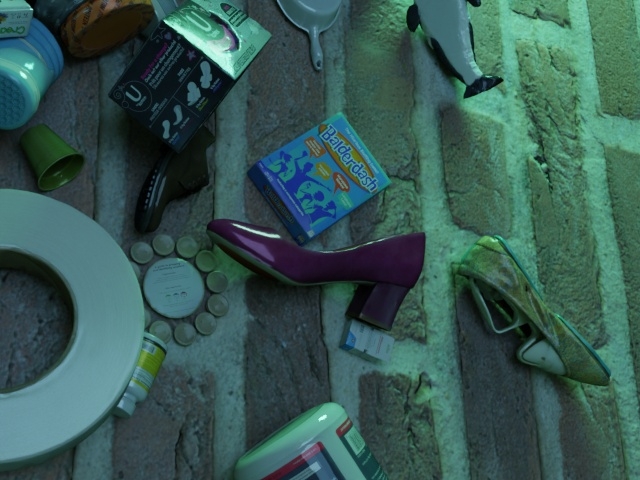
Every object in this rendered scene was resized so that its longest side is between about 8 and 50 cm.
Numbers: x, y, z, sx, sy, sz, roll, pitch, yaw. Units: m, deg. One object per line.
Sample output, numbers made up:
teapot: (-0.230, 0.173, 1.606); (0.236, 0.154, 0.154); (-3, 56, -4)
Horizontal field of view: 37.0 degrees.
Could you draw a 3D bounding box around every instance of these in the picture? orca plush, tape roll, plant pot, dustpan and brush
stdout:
orca plush: (0.274, -0.427, 1.893); (0.287, 0.151, 0.102); (54, 26, 4)
tape roll: (-0.437, 0.115, 1.297); (0.392, 0.072, 0.392); (7, 66, -15)
plant pot: (-0.411, -0.132, 1.446); (0.083, 0.083, 0.079); (-31, 74, -33)
dustpan and brush: (-0.014, -0.417, 1.774); (0.147, 0.060, 0.211); (-1, 64, -26)

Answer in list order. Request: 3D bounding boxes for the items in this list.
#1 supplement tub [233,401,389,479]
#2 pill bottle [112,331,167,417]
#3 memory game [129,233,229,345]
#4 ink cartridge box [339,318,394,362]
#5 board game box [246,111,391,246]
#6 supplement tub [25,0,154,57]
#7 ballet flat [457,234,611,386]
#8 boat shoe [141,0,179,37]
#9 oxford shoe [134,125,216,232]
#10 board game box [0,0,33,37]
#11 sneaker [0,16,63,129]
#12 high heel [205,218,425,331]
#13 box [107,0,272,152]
supplement tub: (0.017, 0.391, 1.383); (0.191, 0.191, 0.272); (-31, 86, -33)
pill bottle: (-0.272, 0.195, 1.389); (0.065, 0.065, 0.116); (30, 60, -14)
memory game: (-0.230, 0.076, 1.489); (0.186, 0.012, 0.186); (9, 67, -23)
ink cartridge box: (0.078, 0.171, 1.597); (0.083, 0.028, 0.048); (26, 61, -15)
board game box: (0.001, -0.108, 1.657); (0.210, 0.047, 0.160); (-36, 89, -33)
supplement tub: (-0.401, -0.461, 1.506); (0.193, 0.193, 0.316); (-26, 85, -32)
ballet flat: (0.372, 0.150, 1.717); (0.123, 0.123, 0.348); (-40, 92, -33)
boat shoe: (-0.311, -0.445, 1.623); (0.081, 0.079, 0.227); (-27, 85, -48)
oxford shoe: (-0.224, -0.099, 1.520); (0.096, 0.083, 0.227); (31, 60, -15)
board game box: (-0.579, -0.388, 1.371); (0.193, 0.053, 0.305); (-17, 53, -46)
sneaker: (-0.536, -0.278, 1.425); (0.319, 0.127, 0.208); (21, 36, 1)
high heel: (0.000, 0.000, 1.552); (0.377, 0.127, 0.181); (27, 81, -30)
box: (-0.198, -0.278, 1.497); (0.142, 0.163, 0.247); (38, 28, -10)
